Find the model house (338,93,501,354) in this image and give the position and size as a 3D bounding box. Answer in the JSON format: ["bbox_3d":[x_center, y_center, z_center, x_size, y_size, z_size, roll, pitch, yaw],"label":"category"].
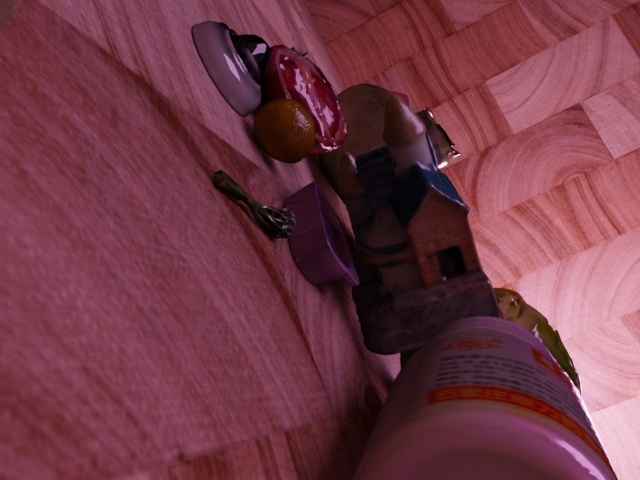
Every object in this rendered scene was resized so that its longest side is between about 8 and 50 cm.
[{"bbox_3d":[0.106,-0.047,0.858,0.267,0.194,0.324,-99,171,-62],"label":"model house"}]

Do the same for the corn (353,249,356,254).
[{"bbox_3d":[0.118,0.028,1.178,0.079,0.080,0.237,66,12,10],"label":"corn"}]

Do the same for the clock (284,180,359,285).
[{"bbox_3d":[0.000,0.000,0.797,0.110,0.050,0.152,55,15,-37],"label":"clock"}]

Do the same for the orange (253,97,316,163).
[{"bbox_3d":[-0.048,-0.153,0.827,0.095,0.085,0.085,49,18,-33],"label":"orange"}]

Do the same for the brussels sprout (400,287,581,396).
[{"bbox_3d":[0.281,0.211,0.968,0.344,0.268,0.343,16,68,-45],"label":"brussels sprout"}]

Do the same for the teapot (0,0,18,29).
[{"bbox_3d":[-0.192,-0.143,0.285,0.083,0.057,0.067,61,-26,0],"label":"teapot"}]

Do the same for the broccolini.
[{"bbox_3d":[-0.067,-0.040,0.638,0.140,0.035,0.030,44,20,-55],"label":"broccolini"}]

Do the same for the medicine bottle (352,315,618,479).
[{"bbox_3d":[0.167,0.213,0.607,0.219,0.219,0.388,65,15,3],"label":"medicine bottle"}]

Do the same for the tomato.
[{"bbox_3d":[-0.044,-0.213,0.949,0.189,0.099,0.173,4,68,-57],"label":"tomato"}]

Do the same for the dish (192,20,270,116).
[{"bbox_3d":[-0.104,-0.251,0.812,0.141,0.078,0.141,59,12,-21],"label":"dish"}]

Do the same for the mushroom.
[{"bbox_3d":[0.146,-0.160,1.216,0.352,0.260,0.352,55,9,-13],"label":"mushroom"}]

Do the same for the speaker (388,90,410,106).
[{"bbox_3d":[0.219,-0.325,1.902,0.294,0.294,0.294,59,13,-22],"label":"speaker"}]
